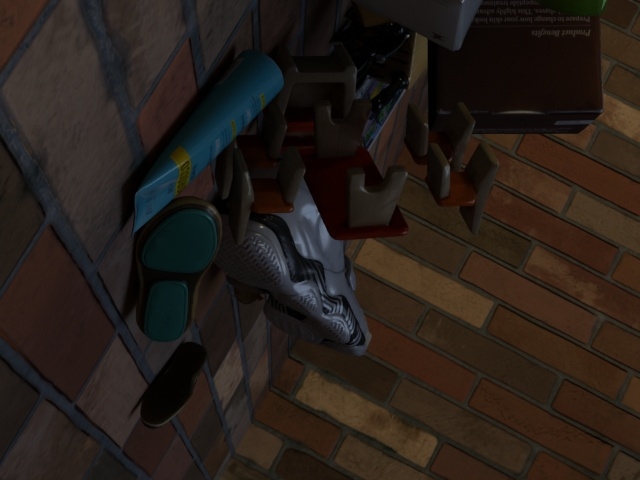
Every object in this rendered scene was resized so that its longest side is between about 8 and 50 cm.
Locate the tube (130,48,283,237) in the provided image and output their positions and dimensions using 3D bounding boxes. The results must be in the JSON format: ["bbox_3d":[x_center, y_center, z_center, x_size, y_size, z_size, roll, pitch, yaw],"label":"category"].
[{"bbox_3d":[-0.111,-0.093,1.127,0.207,0.052,0.080,-52,167,-29],"label":"tube"}]

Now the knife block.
[{"bbox_3d":[0.105,-0.264,1.719,0.242,0.088,0.275,-67,161,-4],"label":"knife block"}]

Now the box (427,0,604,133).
[{"bbox_3d":[0.223,-0.321,1.447,0.143,0.191,0.381,89,2,-83],"label":"box"}]

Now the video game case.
[{"bbox_3d":[0.070,-0.231,1.807,0.201,0.023,0.183,-59,151,-31],"label":"video game case"}]

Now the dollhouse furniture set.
[{"bbox_3d":[0.016,-0.085,1.286,0.259,0.262,0.135,-112,-155,-48],"label":"dollhouse furniture set"}]

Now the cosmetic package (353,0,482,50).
[{"bbox_3d":[0.125,-0.383,1.094,0.365,0.197,0.155,-63,174,-5],"label":"cosmetic package"}]

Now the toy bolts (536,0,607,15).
[{"bbox_3d":[0.291,-0.317,1.039,0.158,0.218,0.228,95,5,-54],"label":"toy bolts"}]

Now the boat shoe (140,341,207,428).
[{"bbox_3d":[-0.194,0.201,1.641,0.152,0.056,0.049,-56,166,-46],"label":"boat shoe"}]

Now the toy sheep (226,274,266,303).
[{"bbox_3d":[-0.087,0.023,1.642,0.091,0.091,0.132,-40,143,-74],"label":"toy sheep"}]

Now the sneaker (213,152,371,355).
[{"bbox_3d":[0.000,0.000,1.558,0.210,0.137,0.366,-64,145,-17],"label":"sneaker"}]

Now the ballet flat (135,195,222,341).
[{"bbox_3d":[-0.149,0.013,1.225,0.232,0.080,0.073,114,-21,-49],"label":"ballet flat"}]

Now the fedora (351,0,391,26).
[{"bbox_3d":[0.061,-0.293,1.350,0.079,0.194,0.194,-22,180,9],"label":"fedora"}]
